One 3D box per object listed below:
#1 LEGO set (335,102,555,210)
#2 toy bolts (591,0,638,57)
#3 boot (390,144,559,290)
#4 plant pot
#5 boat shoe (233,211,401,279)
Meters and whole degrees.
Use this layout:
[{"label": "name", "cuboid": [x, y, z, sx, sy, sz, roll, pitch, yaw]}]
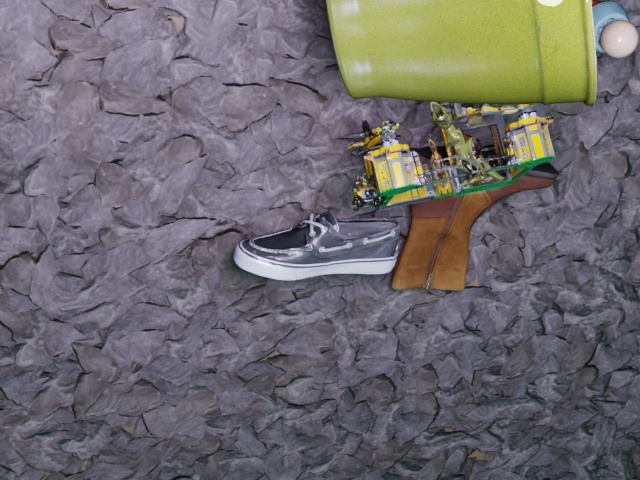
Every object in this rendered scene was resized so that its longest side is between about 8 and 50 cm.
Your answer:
[{"label": "LEGO set", "cuboid": [0.191, -0.176, 1.801, 0.331, 0.255, 0.192, -13, 83, 0]}, {"label": "toy bolts", "cuboid": [0.463, -0.407, 1.823, 0.218, 0.158, 0.229, 8, 117, -23]}, {"label": "boot", "cuboid": [0.272, -0.024, 2.028, 0.264, 0.096, 0.281, -3, 121, -17]}, {"label": "plant pot", "cuboid": [0.192, -0.350, 1.660, 0.352, 0.366, 0.367, -8, 124, 8]}, {"label": "boat shoe", "cuboid": [0.000, 0.000, 1.943, 0.301, 0.108, 0.102, 0, 120, -22]}]
